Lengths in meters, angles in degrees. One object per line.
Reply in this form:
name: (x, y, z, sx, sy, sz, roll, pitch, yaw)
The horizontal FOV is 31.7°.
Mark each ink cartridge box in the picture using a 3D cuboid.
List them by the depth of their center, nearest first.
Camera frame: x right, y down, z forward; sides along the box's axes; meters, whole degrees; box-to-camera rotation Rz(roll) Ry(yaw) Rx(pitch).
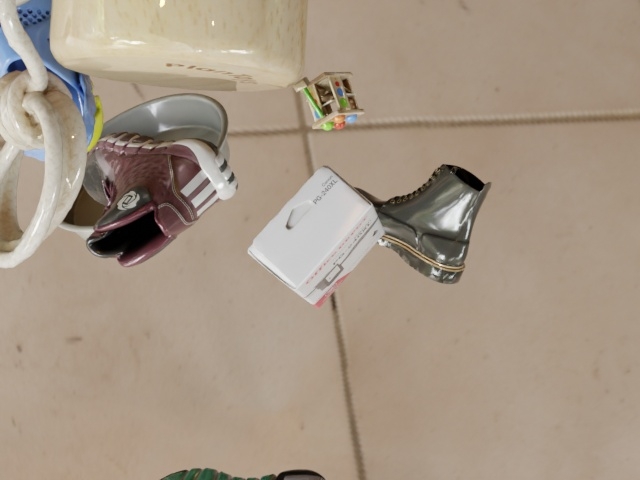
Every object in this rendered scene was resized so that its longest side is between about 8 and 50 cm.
ink cartridge box: (0.000, 0.000, 1.090, 0.063, 0.150, 0.109, 41, 88, 12)

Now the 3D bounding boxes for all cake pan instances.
cake pan: (-0.255, -0.100, 1.619, 0.293, 0.054, 0.293, -17, 39, 14)

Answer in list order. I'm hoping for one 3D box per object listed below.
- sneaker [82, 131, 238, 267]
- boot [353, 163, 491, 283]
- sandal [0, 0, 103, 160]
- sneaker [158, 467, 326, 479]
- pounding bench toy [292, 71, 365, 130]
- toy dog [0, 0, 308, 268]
sneaker: (-0.236, -0.044, 1.323, 0.162, 0.281, 0.106, -49, 119, -30)
boot: (0.116, -0.054, 1.390, 0.198, 0.137, 0.077, 32, 27, 26)
sandal: (-0.303, -0.206, 1.146, 0.126, 0.317, 0.138, -23, 28, -1)
sneaker: (-0.086, 0.306, 1.220, 0.224, 0.098, 0.083, -4, 32, 25)
pounding bench toy: (0.005, -0.177, 1.453, 0.083, 0.052, 0.065, -9, 78, -45)
toy dog: (-0.127, -0.132, 0.419, 0.161, 0.334, 0.220, 10, 68, -37)
